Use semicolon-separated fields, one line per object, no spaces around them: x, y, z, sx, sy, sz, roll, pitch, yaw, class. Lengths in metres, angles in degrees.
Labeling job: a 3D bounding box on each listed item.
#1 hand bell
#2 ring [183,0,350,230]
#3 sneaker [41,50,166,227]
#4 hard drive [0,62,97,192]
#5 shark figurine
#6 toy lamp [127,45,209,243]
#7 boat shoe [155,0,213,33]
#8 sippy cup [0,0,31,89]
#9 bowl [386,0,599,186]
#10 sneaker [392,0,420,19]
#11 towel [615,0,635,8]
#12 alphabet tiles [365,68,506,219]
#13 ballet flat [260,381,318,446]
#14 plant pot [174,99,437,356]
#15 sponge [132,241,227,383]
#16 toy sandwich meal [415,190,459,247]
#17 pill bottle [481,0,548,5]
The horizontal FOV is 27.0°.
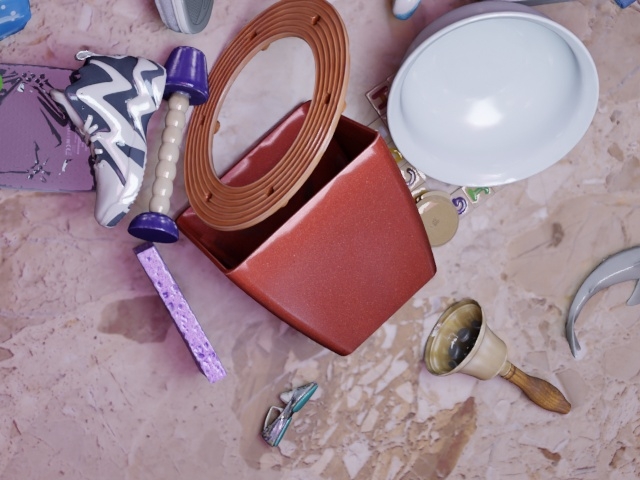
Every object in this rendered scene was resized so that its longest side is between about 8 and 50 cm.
0.286;0.198;1.990;0.242;0.126;0.126;32;88;-24;hand bell
-0.070;-0.168;1.772;0.032;0.336;0.336;25;90;-36;ring
-0.307;-0.145;1.774;0.153;0.094;0.235;16;89;-21;sneaker
-0.394;-0.154;1.834;0.255;0.054;0.172;3;94;-13;hard drive
0.469;0.057;1.998;0.278;0.116;0.166;-23;98;-10;shark figurine
-0.204;-0.135;1.833;0.080;0.080;0.274;13;74;-12;toy lamp
-0.228;-0.436;1.824;0.103;0.118;0.320;-10;102;27;boat shoe
-0.505;-0.325;1.723;0.224;0.240;0.305;-21;108;-20;sippy cup
0.232;-0.228;1.876;0.298;0.134;0.298;-3;133;-4;bowl
0.124;-0.428;1.905;0.092;0.087;0.228;11;86;-5;sneaker
0.480;-0.406;1.999;0.119;0.029;0.067;-38;101;-7;towel
0.179;-0.153;1.972;0.198;0.009;0.237;-37;101;-6;alphabet tiles
-0.050;0.246;1.949;0.041;0.041;0.114;36;86;-12;ballet flat
0.000;0.000;1.834;0.267;0.267;0.236;-42;116;-5;plant pot
-0.197;0.099;1.864;0.031;0.117;0.210;-29;99;-9;sponge
0.164;-0.032;1.962;0.086;0.029;0.085;-2;100;-13;toy sandwich meal
0.296;-0.515;1.864;0.204;0.204;0.361;-6;96;-11;pill bottle
